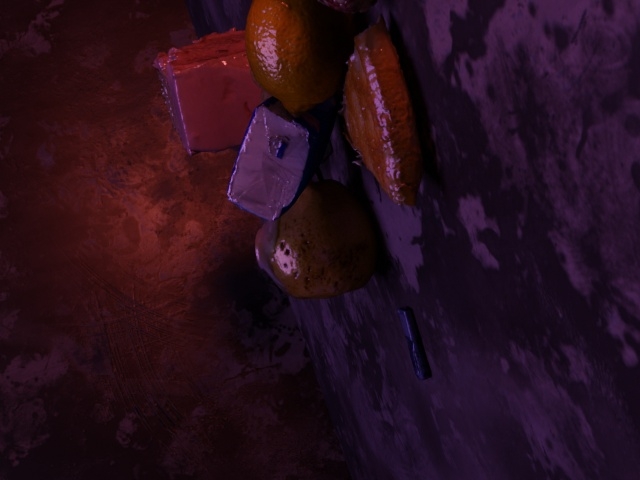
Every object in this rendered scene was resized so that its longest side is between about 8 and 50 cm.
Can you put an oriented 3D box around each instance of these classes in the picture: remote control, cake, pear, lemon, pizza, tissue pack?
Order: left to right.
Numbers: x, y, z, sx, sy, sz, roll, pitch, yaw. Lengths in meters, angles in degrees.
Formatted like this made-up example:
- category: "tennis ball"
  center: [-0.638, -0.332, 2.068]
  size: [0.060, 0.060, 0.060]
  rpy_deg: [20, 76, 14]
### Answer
- category: "cake"
  center: [-0.291, -0.424, 2.122]
  size: [0.307, 0.314, 0.293]
  rpy_deg: [-122, 18, -57]
- category: "tissue pack"
  center: [-0.059, -0.180, 1.425]
  size: [0.270, 0.137, 0.209]
  rpy_deg: [-57, -10, -64]
- category: "lemon"
  center: [-0.031, -0.332, 1.234]
  size: [0.188, 0.188, 0.257]
  rpy_deg: [-135, 41, -68]
- category: "pear"
  center: [0.000, 0.000, 1.595]
  size: [0.271, 0.271, 0.271]
  rpy_deg: [161, 90, -80]
- category: "pizza"
  center: [0.086, -0.210, 1.194]
  size: [0.287, 0.075, 0.280]
  rpy_deg: [-136, 33, -72]
- category: "remote control"
  center: [0.188, 0.209, 1.507]
  size: [0.043, 0.027, 0.153]
  rpy_deg: [-161, 55, -82]

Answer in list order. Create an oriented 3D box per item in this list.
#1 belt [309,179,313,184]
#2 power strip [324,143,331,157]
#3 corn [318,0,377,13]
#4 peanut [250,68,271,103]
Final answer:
- category: "belt"
  center: [-0.089, -0.158, 2.010]
  size: [0.324, 0.115, 0.227]
  rpy_deg: [-120, 10, -57]
- category: "power strip"
  center: [-0.074, -0.232, 1.777]
  size: [0.224, 0.140, 0.139]
  rpy_deg: [155, 95, -79]
- category: "corn"
  center: [-0.026, -0.425, 1.107]
  size: [0.290, 0.098, 0.098]
  rpy_deg: [41, 155, 30]
- category: "peanut"
  center: [-0.110, -0.391, 1.783]
  size: [0.226, 0.108, 0.095]
  rpy_deg: [84, 172, -59]
